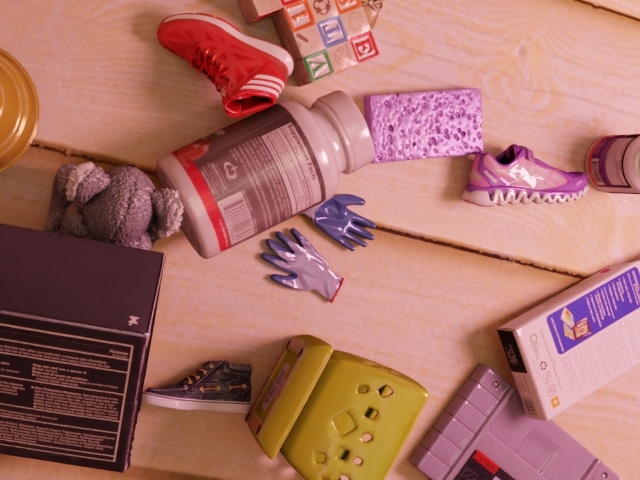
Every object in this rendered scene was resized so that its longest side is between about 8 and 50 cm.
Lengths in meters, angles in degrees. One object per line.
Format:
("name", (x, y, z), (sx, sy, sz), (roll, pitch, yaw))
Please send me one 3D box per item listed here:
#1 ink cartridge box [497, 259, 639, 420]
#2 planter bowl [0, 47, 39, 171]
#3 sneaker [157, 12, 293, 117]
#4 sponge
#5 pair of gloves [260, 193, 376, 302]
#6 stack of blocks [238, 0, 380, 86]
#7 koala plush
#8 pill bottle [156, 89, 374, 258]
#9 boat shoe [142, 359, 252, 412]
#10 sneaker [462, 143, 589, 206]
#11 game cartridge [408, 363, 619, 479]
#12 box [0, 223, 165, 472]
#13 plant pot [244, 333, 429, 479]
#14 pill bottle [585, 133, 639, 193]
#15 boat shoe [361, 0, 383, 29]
("ink cartridge box", (0.496, 0.164, 1.870), (0.371, 0.069, 0.176), (-24, 99, -24))
("planter bowl", (-0.524, -0.201, 1.526), (0.217, 0.090, 0.217), (1, 87, -17))
("sneaker", (-0.160, -0.270, 1.604), (0.221, 0.087, 0.128), (15, 51, 2))
("sponge", (0.179, -0.199, 1.786), (0.210, 0.031, 0.117), (-6, 97, -18))
("pair of gloves", (0.000, 0.000, 1.750), (0.159, 0.023, 0.198), (32, 85, -18))
("stack of blocks", (-0.041, -0.404, 1.674), (0.171, 0.087, 0.297), (-24, 101, -14))
("koala plush", (-0.301, -0.031, 1.519), (0.196, 0.221, 0.203), (24, 56, -18))
("pill bottle", (-0.082, -0.114, 1.635), (0.318, 0.176, 0.176), (-27, 101, -14))
("boat shoe", (-0.200, 0.233, 1.687), (0.183, 0.065, 0.083), (7, 83, -20))
("sneaker", (0.362, -0.117, 1.811), (0.236, 0.095, 0.105), (-3, 99, -16))
("game cartridge", (0.353, 0.417, 1.869), (0.355, 0.068, 0.230), (40, 78, -16))
("box", (-0.388, 0.149, 1.459), (0.296, 0.183, 0.294), (11, 130, -8))
("plant pot", (0.012, 0.279, 1.673), (0.207, 0.227, 0.228), (29, 86, -10))
("pill bottle", (0.561, -0.134, 1.822), (0.108, 0.193, 0.108), (-1, 94, -17))
("boat shoe", (0.084, -0.426, 1.731), (0.056, 0.048, 0.153), (11, 90, -17))
